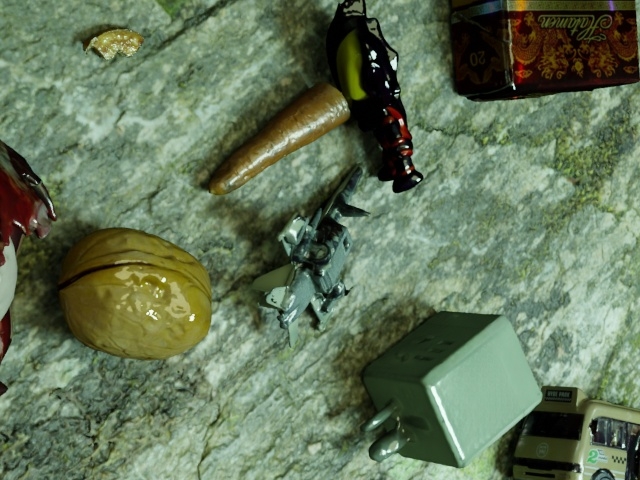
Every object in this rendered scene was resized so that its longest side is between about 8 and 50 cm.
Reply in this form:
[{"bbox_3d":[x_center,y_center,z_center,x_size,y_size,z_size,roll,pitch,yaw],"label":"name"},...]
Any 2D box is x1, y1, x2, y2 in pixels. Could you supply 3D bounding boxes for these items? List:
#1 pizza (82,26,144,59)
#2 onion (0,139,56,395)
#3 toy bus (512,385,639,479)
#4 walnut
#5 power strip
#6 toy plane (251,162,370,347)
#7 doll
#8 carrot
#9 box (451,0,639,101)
[{"bbox_3d":[-0.236,-0.224,1.515,0.083,0.016,0.037,-16,98,-38],"label":"pizza"},{"bbox_3d":[-0.402,0.017,1.207,0.341,0.341,0.341,0,90,-35],"label":"onion"},{"bbox_3d":[0.414,0.304,1.892,0.289,0.139,0.157,16,77,-35],"label":"toy bus"},{"bbox_3d":[-0.207,0.058,1.464,0.180,0.144,0.144,11,84,-31],"label":"walnut"},{"bbox_3d":[0.150,0.203,1.706,0.224,0.140,0.139,-35,110,-30],"label":"power strip"},{"bbox_3d":[0.009,0.003,1.642,0.262,0.088,0.192,-54,145,-26],"label":"toy plane"},{"bbox_3d":[0.064,-0.183,1.663,0.088,0.127,0.248,-31,115,-30],"label":"doll"},{"bbox_3d":[-0.058,-0.117,1.617,0.210,0.061,0.061,-38,111,-25],"label":"carrot"},{"bbox_3d":[0.303,-0.406,1.829,0.264,0.116,0.415,-8,95,-36],"label":"box"}]
